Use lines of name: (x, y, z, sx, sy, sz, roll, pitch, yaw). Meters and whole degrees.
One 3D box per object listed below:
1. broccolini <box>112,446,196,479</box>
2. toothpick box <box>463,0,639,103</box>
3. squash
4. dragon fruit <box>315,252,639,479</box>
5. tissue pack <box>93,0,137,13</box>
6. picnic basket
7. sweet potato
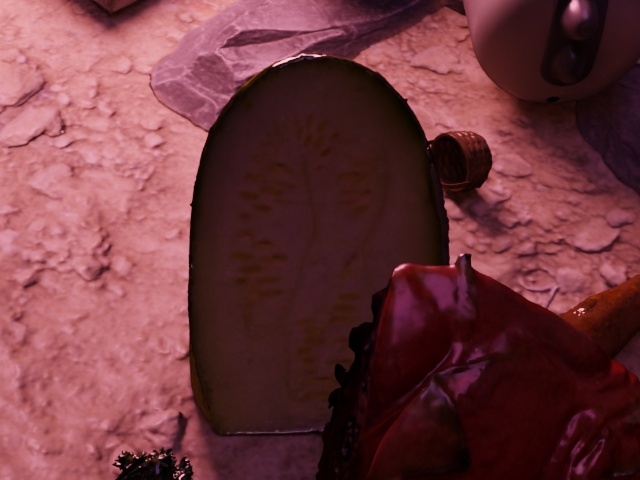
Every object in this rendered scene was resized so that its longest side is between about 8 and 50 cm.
broccolini: (-0.227, 0.227, 1.197, 0.254, 0.057, 0.071, -10, 7, -19)
toothpick box: (0.264, -0.302, 1.605, 0.229, 0.229, 0.316, 1, 49, -5)
squash: (0.000, 0.000, 1.251, 0.234, 0.309, 0.210, 1, 49, -6)
dragon fruit: (0.162, 0.202, 1.135, 0.329, 0.286, 0.228, 15, 44, -4)
tissue pack: (-0.230, -0.349, 1.703, 0.115, 0.065, 0.155, 39, 56, 25)
picnic basket: (0.133, -0.081, 1.498, 0.083, 0.072, 0.072, -13, 50, -34)
sweet potato: (0.249, 0.096, 1.356, 0.066, 0.072, 0.314, -1, 32, 50)
